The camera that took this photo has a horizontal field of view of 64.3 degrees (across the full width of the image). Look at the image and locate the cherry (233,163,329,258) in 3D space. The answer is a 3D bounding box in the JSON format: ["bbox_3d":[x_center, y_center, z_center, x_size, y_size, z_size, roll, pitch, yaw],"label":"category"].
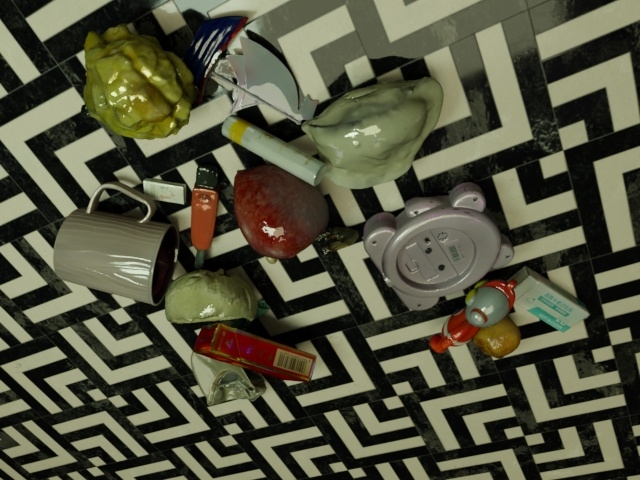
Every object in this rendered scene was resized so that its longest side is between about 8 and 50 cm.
[{"bbox_3d":[-0.095,-0.081,1.218,0.205,0.239,0.239,-11,123,37],"label":"cherry"}]

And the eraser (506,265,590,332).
[{"bbox_3d":[0.616,0.163,1.395,0.225,0.052,0.096,30,124,-14],"label":"eraser"}]

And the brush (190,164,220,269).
[{"bbox_3d":[-0.314,-0.057,1.365,0.070,0.051,0.324,10,121,-8],"label":"brush"}]

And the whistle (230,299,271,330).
[{"bbox_3d":[-0.223,0.241,1.554,0.039,0.039,0.186,40,118,-19],"label":"whistle"}]

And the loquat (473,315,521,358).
[{"bbox_3d":[0.505,0.275,1.454,0.137,0.113,0.137,-11,123,-17],"label":"loquat"}]

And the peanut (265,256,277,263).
[{"bbox_3d":[-0.147,0.030,1.407,0.037,0.037,0.083,-23,120,20],"label":"peanut"}]

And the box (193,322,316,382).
[{"bbox_3d":[-0.195,0.334,1.495,0.313,0.089,0.197,24,160,-21],"label":"box"}]

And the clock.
[{"bbox_3d":[0.300,0.016,1.302,0.322,0.113,0.296,-28,116,21],"label":"clock"}]

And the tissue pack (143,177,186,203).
[{"bbox_3d":[-0.409,-0.130,1.340,0.108,0.023,0.056,10,124,0],"label":"tissue pack"}]

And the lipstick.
[{"bbox_3d":[-0.108,-0.209,1.175,0.263,0.059,0.059,31,124,14],"label":"lipstick"}]

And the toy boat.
[{"bbox_3d":[-0.153,-0.375,1.127,0.317,0.072,0.219,10,127,-4],"label":"toy boat"}]

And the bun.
[{"bbox_3d":[-0.303,0.155,1.418,0.259,0.259,0.152,-6,81,10],"label":"bun"}]

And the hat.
[{"bbox_3d":[-0.291,0.427,1.671,0.214,0.149,0.245,-21,83,28],"label":"hat"}]

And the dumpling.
[{"bbox_3d":[0.123,-0.220,1.119,0.317,0.187,0.243,-12,122,18],"label":"dumpling"}]

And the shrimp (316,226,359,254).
[{"bbox_3d":[0.001,0.003,1.308,0.195,0.148,0.035,-6,114,13],"label":"shrimp"}]

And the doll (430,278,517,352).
[{"bbox_3d":[0.407,0.191,1.344,0.105,0.199,0.336,48,143,13],"label":"doll"}]

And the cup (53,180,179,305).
[{"bbox_3d":[-0.526,0.015,1.335,0.272,0.208,0.289,13,133,0],"label":"cup"}]

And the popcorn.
[{"bbox_3d":[-0.394,-0.324,1.080,0.286,0.215,0.252,-4,123,57],"label":"popcorn"}]
